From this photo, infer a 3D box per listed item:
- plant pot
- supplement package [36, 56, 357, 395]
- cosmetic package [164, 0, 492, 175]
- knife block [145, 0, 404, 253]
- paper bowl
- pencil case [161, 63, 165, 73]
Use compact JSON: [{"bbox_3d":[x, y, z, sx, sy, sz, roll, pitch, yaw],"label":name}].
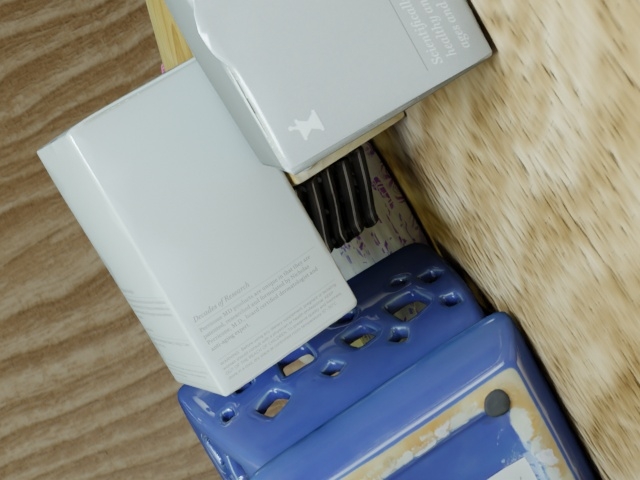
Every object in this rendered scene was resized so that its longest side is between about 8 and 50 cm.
[{"bbox_3d":[0.065,0.166,0.810,0.236,0.236,0.212,61,170,-17],"label":"plant pot"},{"bbox_3d":[-0.078,-0.009,0.695,0.179,0.105,0.105,60,159,-11],"label":"supplement package"},{"bbox_3d":[-0.013,-0.108,0.536,0.127,0.107,0.238,60,175,-8],"label":"cosmetic package"},{"bbox_3d":[-0.053,-0.104,0.782,0.275,0.088,0.242,59,160,-8],"label":"knife block"},{"bbox_3d":[0.000,0.000,1.036,0.284,0.148,0.284,60,179,2],"label":"paper bowl"},{"bbox_3d":[-0.066,-0.078,1.393,0.386,0.167,0.160,63,-151,-49],"label":"pencil case"}]
